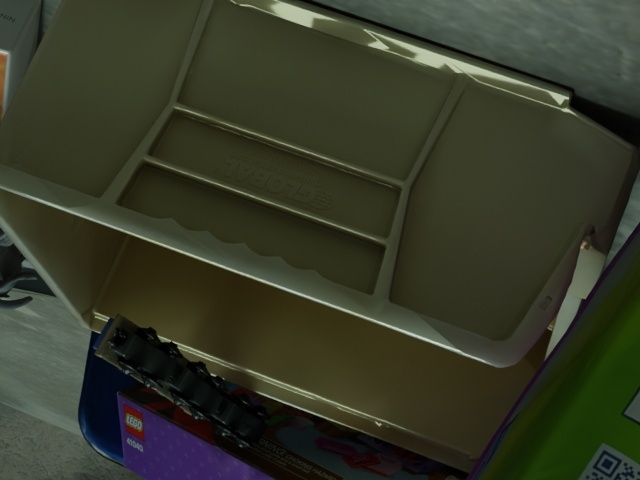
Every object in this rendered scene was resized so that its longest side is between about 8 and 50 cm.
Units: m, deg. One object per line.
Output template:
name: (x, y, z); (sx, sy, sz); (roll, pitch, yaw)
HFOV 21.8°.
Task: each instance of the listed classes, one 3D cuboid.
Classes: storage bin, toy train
storage bin: (0.000, 0.000, 0.793); (0.260, 0.123, 0.262); (20, 165, 10)
toy train: (-0.073, 0.074, 0.873); (0.036, 0.027, 0.158); (26, 170, 32)

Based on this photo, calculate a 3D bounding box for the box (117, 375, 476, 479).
box: (0.047, 0.123, 0.971); (0.201, 0.057, 0.293); (-21, -152, -38)

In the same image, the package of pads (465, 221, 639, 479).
package of pads: (0.136, 0.038, 0.524); (0.101, 0.229, 0.296); (36, 167, 6)

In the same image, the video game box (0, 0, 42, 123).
video game box: (-0.246, -0.097, 0.877); (0.187, 0.048, 0.205); (20, 153, -3)

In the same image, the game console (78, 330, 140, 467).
game console: (-0.071, 0.116, 1.205); (0.293, 0.173, 0.250); (31, 163, -26)

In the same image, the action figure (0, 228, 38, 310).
action figure: (-0.267, -0.031, 0.855); (0.285, 0.099, 0.185); (32, 140, -30)

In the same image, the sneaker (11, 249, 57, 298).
sneaker: (-0.173, -0.002, 1.029); (0.222, 0.083, 0.118); (-2, 168, 34)
